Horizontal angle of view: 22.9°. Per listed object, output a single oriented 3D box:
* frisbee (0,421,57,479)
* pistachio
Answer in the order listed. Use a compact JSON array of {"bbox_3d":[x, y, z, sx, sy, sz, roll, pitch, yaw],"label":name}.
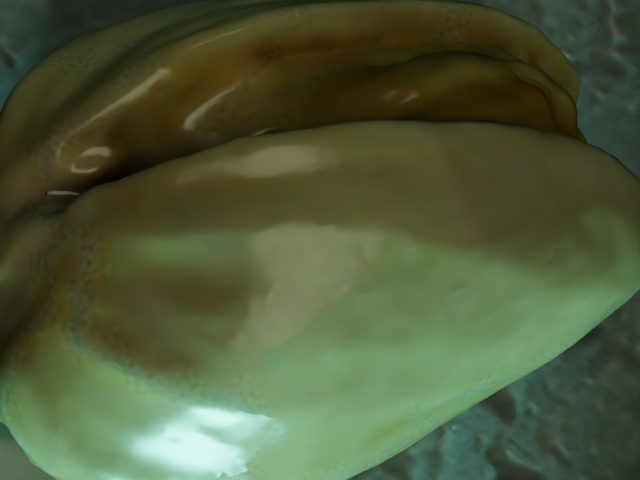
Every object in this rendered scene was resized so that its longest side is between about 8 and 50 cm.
[{"bbox_3d":[-0.116,0.108,0.526,0.110,0.014,0.110,-2,98,-18],"label":"frisbee"},{"bbox_3d":[0.000,0.000,0.489,0.229,0.157,0.157,-15,100,-22],"label":"pistachio"}]
